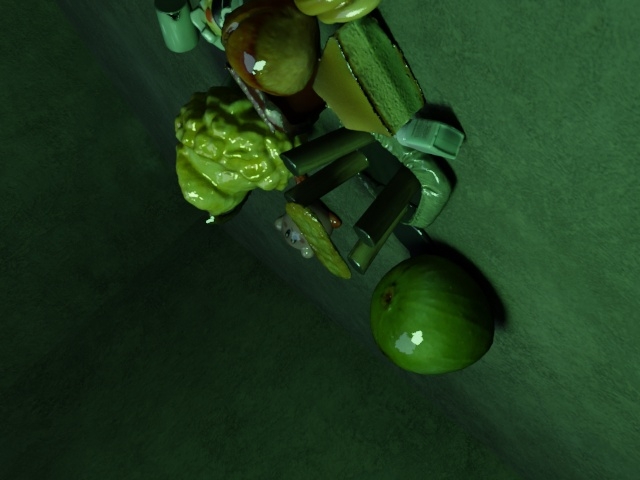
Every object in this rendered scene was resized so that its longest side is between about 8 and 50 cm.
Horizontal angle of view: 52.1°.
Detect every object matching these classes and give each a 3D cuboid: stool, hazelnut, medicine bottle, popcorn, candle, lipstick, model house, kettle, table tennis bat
[{"bbox_3d":[0.092,-0.111,1.420,0.310,0.226,0.310,44,168,11],"label":"stool"},{"bbox_3d":[-0.080,-0.353,1.154,0.182,0.182,0.182,43,166,13],"label":"hazelnut"},{"bbox_3d":[0.194,-0.190,1.193,0.074,0.055,0.118,15,-173,-34],"label":"medicine bottle"},{"bbox_3d":[-0.213,-0.221,1.681,0.349,0.382,0.349,16,-165,-4],"label":"popcorn"},{"bbox_3d":[-0.054,-0.184,2.021,0.048,0.053,0.162,23,151,47],"label":"candle"},{"bbox_3d":[-0.216,-0.429,1.757,0.076,0.076,0.304,49,166,-10],"label":"lipstick"},{"bbox_3d":[-0.093,-0.350,1.439,0.196,0.160,0.254,53,173,-23],"label":"model house"},{"bbox_3d":[-0.387,-0.605,1.769,0.098,0.127,0.148,11,156,8],"label":"kettle"},{"bbox_3d":[0.244,0.013,1.732,0.150,0.027,0.236,37,162,33],"label":"table tennis bat"}]

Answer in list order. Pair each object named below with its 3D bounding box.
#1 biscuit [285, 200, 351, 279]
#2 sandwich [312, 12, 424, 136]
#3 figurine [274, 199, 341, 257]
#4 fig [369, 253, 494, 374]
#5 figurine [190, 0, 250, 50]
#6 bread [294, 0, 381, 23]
[{"bbox_3d":[0.000,0.000,1.489,0.118,0.029,0.247,23,154,46],"label":"biscuit"},{"bbox_3d":[0.060,-0.308,1.190,0.186,0.108,0.220,26,158,53],"label":"sandwich"},{"bbox_3d":[-0.045,-0.049,2.119,0.173,0.173,0.173,43,166,13],"label":"figurine"},{"bbox_3d":[0.288,0.195,1.613,0.316,0.316,0.316,43,166,13],"label":"fig"},{"bbox_3d":[-0.168,-0.461,1.326,0.133,0.176,0.236,37,170,-37],"label":"figurine"},{"bbox_3d":[-0.038,-0.473,0.992,0.311,0.121,0.173,53,167,-29],"label":"bread"}]
